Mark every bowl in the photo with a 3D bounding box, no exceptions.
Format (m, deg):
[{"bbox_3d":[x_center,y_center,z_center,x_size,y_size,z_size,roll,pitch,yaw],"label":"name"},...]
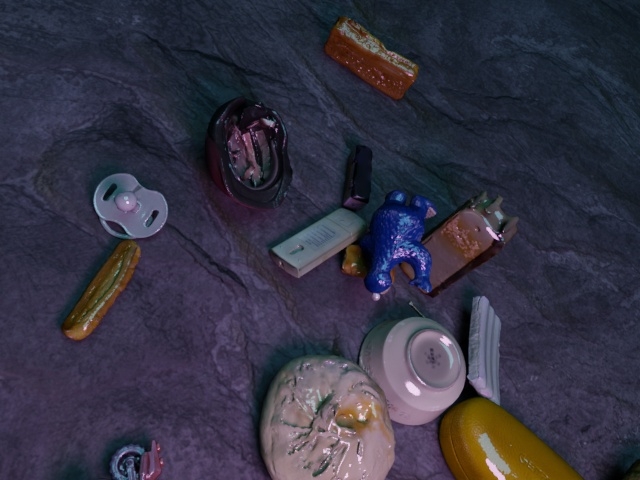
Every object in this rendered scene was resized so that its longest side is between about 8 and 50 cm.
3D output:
[{"bbox_3d":[0.211,0.264,1.132,0.238,0.126,0.237,9,64,-19],"label":"bowl"}]

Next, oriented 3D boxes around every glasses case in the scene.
[{"bbox_3d":[0.413,0.489,1.094,0.371,0.141,0.173,41,57,1],"label":"glasses case"}]

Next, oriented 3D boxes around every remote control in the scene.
[{"bbox_3d":[0.000,0.000,1.206,0.233,0.038,0.098,-32,50,-33],"label":"remote control"}]

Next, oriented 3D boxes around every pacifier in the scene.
[{"bbox_3d":[-0.382,-0.066,1.052,0.150,0.116,0.126,39,82,-5],"label":"pacifier"}]

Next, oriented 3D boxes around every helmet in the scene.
[{"bbox_3d":[-0.173,-0.187,1.182,0.198,0.154,0.253,14,78,-39],"label":"helmet"}]

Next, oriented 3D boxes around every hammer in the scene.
[{"bbox_3d":[0.251,0.189,1.254,0.123,0.014,0.029,45,48,6],"label":"hammer"}]

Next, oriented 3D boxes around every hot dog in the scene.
[{"bbox_3d":[-0.400,0.093,1.001,0.066,0.047,0.215,6,54,22],"label":"hot dog"}]

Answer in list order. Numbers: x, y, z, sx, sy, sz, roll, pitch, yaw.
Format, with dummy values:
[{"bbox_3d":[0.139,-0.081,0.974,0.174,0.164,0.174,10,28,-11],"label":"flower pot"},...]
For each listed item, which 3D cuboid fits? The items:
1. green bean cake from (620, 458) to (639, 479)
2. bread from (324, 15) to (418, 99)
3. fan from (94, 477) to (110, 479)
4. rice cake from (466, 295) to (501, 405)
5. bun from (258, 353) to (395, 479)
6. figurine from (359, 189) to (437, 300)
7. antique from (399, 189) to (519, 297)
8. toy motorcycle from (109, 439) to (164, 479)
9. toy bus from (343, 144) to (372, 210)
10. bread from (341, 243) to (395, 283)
[{"bbox_3d":[0.717,0.615,1.147,0.248,0.125,0.222,-40,99,-36],"label":"green bean cake"},{"bbox_3d":[0.144,-0.511,1.486,0.271,0.139,0.077,32,67,-3],"label":"bread"},{"bbox_3d":[-0.384,0.463,0.775,0.130,0.074,0.244,36,71,1],"label":"fan"},{"bbox_3d":[0.375,0.251,1.216,0.127,0.043,0.237,51,40,-30],"label":"rice cake"},{"bbox_3d":[0.024,0.351,0.994,0.287,0.146,0.287,8,65,-18],"label":"bun"},{"bbox_3d":[0.155,0.002,1.151,0.120,0.164,0.262,52,40,-46],"label":"figurine"},{"bbox_3d":[0.318,0.003,1.213,0.125,0.284,0.150,47,55,4],"label":"antique"},{"bbox_3d":[-0.268,0.431,0.868,0.118,0.084,0.212,-13,66,-19],"label":"toy motorcycle"},{"bbox_3d":[0.094,-0.155,1.323,0.057,0.072,0.172,18,58,-16],"label":"toy bus"},{"bbox_3d":[0.111,0.058,1.233,0.132,0.053,0.074,22,58,-12],"label":"bread"}]
